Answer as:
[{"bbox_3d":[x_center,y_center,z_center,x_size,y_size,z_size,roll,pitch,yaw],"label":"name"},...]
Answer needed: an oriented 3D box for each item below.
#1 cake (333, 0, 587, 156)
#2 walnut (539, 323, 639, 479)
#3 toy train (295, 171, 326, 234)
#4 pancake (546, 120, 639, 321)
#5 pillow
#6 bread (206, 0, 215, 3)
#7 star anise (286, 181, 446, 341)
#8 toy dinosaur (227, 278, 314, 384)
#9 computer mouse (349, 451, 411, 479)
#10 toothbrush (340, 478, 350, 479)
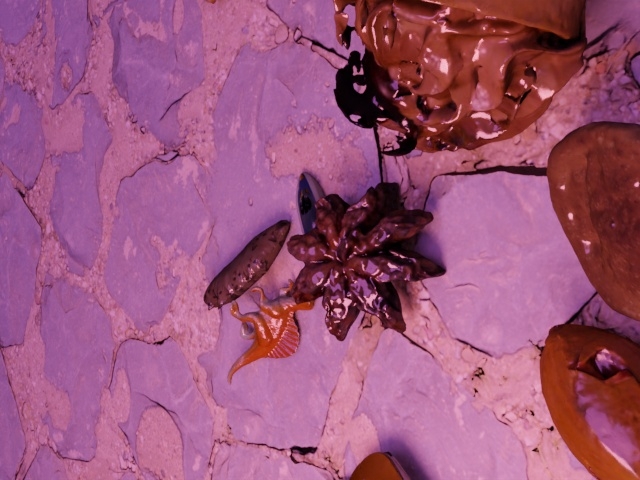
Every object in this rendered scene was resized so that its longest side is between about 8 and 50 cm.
[{"bbox_3d":[0.139,-0.249,0.898,0.332,0.332,0.321,25,111,40],"label":"cake"},{"bbox_3d":[0.328,0.191,0.834,0.137,0.137,0.245,-48,55,31],"label":"walnut"},{"bbox_3d":[0.000,0.000,1.192,0.055,0.048,0.252,-35,66,34],"label":"toy train"},{"bbox_3d":[0.317,-0.019,0.817,0.242,0.050,0.242,56,160,33],"label":"pancake"},{"bbox_3d":[-0.131,0.055,1.290,0.241,0.051,0.093,-41,26,30],"label":"pillow"},{"bbox_3d":[-0.196,-0.640,1.248,0.390,0.279,0.371,-12,78,44],"label":"bread"},{"bbox_3d":[0.049,0.018,1.081,0.223,0.109,0.236,38,95,34],"label":"star anise"},{"bbox_3d":[-0.081,0.155,1.269,0.142,0.057,0.212,14,110,25],"label":"toy dinosaur"},{"bbox_3d":[0.121,0.408,1.042,0.245,0.056,0.126,53,125,25],"label":"computer mouse"},{"bbox_3d":[0.132,0.360,1.075,0.275,0.019,0.025,-10,89,42],"label":"toothbrush"}]
